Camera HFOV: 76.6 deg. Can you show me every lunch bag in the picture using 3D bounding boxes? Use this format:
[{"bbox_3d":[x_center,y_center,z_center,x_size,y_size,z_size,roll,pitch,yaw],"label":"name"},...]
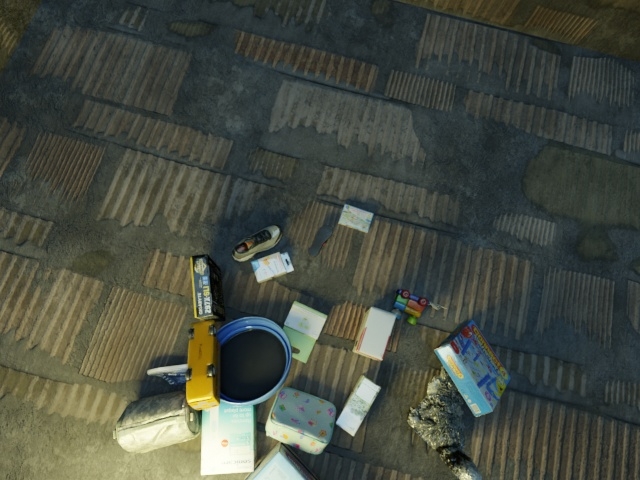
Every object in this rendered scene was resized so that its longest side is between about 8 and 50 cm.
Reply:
[{"bbox_3d":[-0.075,0.753,1.712,0.279,0.224,0.107,21,118,1],"label":"lunch bag"},{"bbox_3d":[-0.644,0.739,1.658,0.306,0.256,0.212,-12,76,-6],"label":"lunch bag"}]

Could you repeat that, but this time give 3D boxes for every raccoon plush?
[{"bbox_3d":[0.575,0.736,1.659,0.216,0.446,0.299,37,90,-36],"label":"raccoon plush"}]

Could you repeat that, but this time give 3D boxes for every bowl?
[{"bbox_3d":[-0.314,0.519,1.750,0.392,0.077,0.390,-4,50,4],"label":"bowl"}]

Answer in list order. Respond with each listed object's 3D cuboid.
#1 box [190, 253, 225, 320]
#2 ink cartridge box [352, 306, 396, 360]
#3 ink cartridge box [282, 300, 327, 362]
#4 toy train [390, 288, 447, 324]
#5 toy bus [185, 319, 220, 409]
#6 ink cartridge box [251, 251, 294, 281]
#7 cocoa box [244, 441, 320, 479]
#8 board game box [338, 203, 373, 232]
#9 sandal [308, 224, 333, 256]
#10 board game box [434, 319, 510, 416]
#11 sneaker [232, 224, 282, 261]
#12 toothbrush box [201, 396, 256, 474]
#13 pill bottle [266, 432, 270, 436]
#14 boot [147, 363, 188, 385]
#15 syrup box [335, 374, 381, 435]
[{"bbox_3d":[-0.487,0.218,1.769,0.080,0.322,0.256,-6,76,-5],"label":"box"},{"bbox_3d":[0.231,0.412,1.778,0.114,0.273,0.196,19,75,6],"label":"ink cartridge box"},{"bbox_3d":[-0.092,0.422,1.873,0.171,0.056,0.235,24,73,3],"label":"ink cartridge box"},{"bbox_3d":[0.456,0.334,1.901,0.248,0.105,0.143,24,86,4],"label":"toy train"},{"bbox_3d":[-0.473,0.498,1.654,0.108,0.130,0.332,-11,50,0],"label":"toy bus"},{"bbox_3d":[-0.228,0.123,1.940,0.182,0.061,0.104,-20,77,-8],"label":"ink cartridge box"},{"bbox_3d":[-0.122,1.030,1.618,0.347,0.228,0.231,44,78,9],"label":"cocoa box"},{"bbox_3d":[0.179,-0.111,2.038,0.154,0.026,0.103,19,75,3],"label":"board game box"},{"bbox_3d":[0.000,0.000,2.000,0.067,0.040,0.179,33,91,12],"label":"sandal"},{"bbox_3d":[0.668,0.542,1.765,0.302,0.086,0.308,-17,72,-51],"label":"board game box"},{"bbox_3d":[-0.301,0.008,1.945,0.272,0.108,0.100,-32,77,-11],"label":"sneaker"},{"bbox_3d":[-0.385,0.811,1.719,0.217,0.126,0.295,-1,76,-3],"label":"toothbrush box"},{"bbox_3d":[-0.159,0.816,1.751,0.137,0.078,0.078,11,75,0],"label":"pill bottle"},{"bbox_3d":[-0.667,0.601,1.789,0.190,0.069,0.086,-6,73,-6],"label":"boot"},{"bbox_3d":[0.163,0.721,1.781,0.093,0.096,0.236,32,77,8],"label":"syrup box"}]
